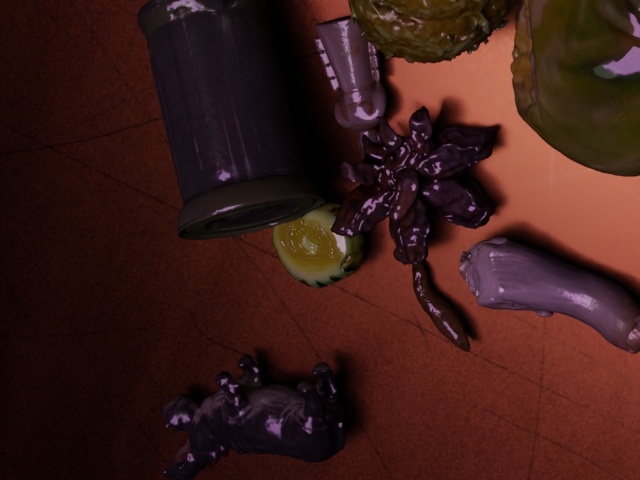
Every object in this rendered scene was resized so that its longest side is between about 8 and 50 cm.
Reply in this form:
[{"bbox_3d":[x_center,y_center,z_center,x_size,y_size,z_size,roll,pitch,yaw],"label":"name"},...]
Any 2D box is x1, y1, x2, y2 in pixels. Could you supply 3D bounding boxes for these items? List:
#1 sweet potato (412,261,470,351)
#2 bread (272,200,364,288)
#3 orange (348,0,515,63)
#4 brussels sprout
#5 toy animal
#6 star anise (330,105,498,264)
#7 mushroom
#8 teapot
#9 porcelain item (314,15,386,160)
[{"bbox_3d":[0.161,0.089,1.870,0.041,0.038,0.153,-30,81,8],"label":"sweet potato"},{"bbox_3d":[0.000,0.000,1.900,0.139,0.071,0.130,-14,92,35],"label":"bread"},{"bbox_3d":[0.146,-0.363,1.609,0.223,0.300,0.301,7,147,-2],"label":"orange"},{"bbox_3d":[0.354,-0.240,1.550,0.344,0.268,0.344,8,107,30],"label":"brussels sprout"},{"bbox_3d":[-0.114,0.261,2.015,0.343,0.106,0.168,-14,105,35],"label":"toy animal"},{"bbox_3d":[0.126,-0.063,1.788,0.214,0.099,0.220,16,107,1],"label":"star anise"},{"bbox_3d":[0.309,0.068,1.759,0.278,0.096,0.099,20,113,15],"label":"mushroom"},{"bbox_3d":[-0.134,-0.180,1.838,0.200,0.270,0.337,-12,82,-13],"label":"teapot"},{"bbox_3d":[0.054,-0.196,1.828,0.084,0.054,0.213,-8,105,27],"label":"porcelain item"}]
